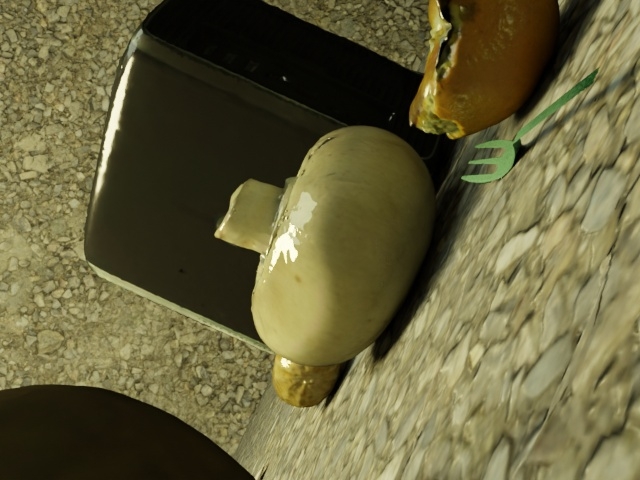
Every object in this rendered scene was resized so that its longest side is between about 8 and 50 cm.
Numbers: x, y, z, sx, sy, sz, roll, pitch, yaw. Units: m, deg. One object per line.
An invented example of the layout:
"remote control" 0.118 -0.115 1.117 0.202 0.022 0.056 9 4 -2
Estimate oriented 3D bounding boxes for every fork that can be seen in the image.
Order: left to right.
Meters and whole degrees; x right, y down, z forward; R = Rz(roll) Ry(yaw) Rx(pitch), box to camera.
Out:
"fork" 0.137 -0.068 0.511 0.235 0.021 0.039 139 152 -83

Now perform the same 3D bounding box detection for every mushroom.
"mushroom" 0.000 0.000 0.769 0.246 0.202 0.246 -164 90 -85

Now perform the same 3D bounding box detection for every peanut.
"peanut" -0.020 0.166 0.974 0.193 0.089 0.089 105 -170 -74

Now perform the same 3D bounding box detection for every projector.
"projector" -0.077 -0.086 1.048 0.242 0.395 0.405 -66 1 -50

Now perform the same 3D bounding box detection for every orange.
"orange" 0.130 -0.162 0.616 0.170 0.112 0.160 73 -154 -57

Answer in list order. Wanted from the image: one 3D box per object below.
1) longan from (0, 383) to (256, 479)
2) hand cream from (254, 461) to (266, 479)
"longan" -0.155 0.227 0.384 0.319 0.318 0.319 -64 1 3
"hand cream" -0.134 0.444 1.229 0.052 0.038 0.216 -30 18 33
